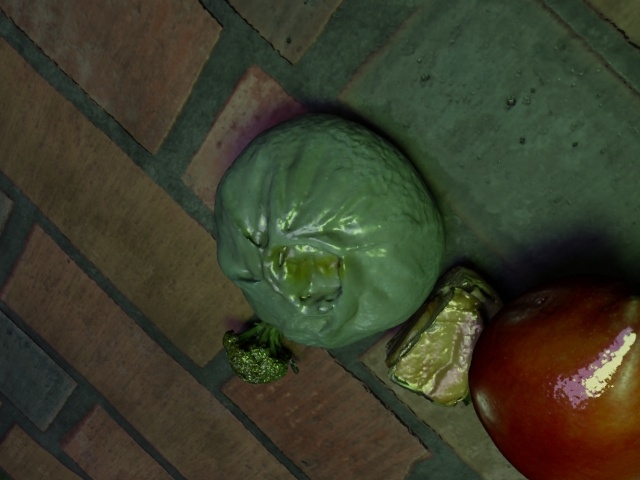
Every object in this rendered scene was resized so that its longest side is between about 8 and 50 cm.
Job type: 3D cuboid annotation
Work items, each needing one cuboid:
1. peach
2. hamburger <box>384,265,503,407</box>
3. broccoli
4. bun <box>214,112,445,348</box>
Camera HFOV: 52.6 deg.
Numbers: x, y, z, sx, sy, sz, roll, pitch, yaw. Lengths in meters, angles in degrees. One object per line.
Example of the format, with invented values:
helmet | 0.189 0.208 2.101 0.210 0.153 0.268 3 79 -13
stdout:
peach | 0.303 0.192 0.805 0.257 0.201 0.361 58 172 33
hamburger | 0.207 0.136 0.981 0.155 0.135 0.207 24 111 -4
broccoli | -0.112 0.203 1.183 0.131 0.130 0.120 14 80 52
bun | 0.000 0.000 0.948 0.362 0.211 0.361 11 119 21
